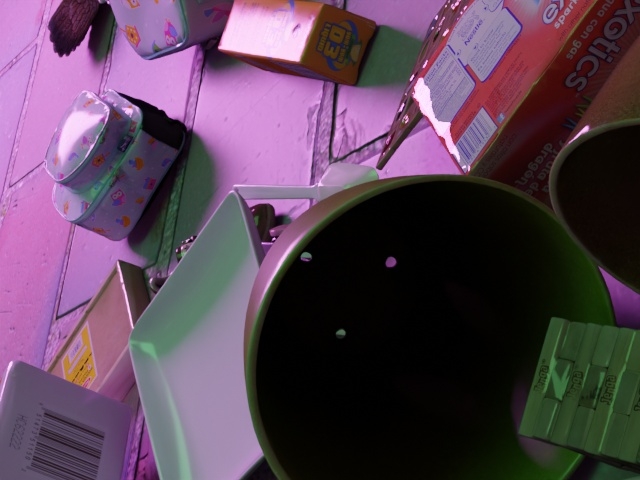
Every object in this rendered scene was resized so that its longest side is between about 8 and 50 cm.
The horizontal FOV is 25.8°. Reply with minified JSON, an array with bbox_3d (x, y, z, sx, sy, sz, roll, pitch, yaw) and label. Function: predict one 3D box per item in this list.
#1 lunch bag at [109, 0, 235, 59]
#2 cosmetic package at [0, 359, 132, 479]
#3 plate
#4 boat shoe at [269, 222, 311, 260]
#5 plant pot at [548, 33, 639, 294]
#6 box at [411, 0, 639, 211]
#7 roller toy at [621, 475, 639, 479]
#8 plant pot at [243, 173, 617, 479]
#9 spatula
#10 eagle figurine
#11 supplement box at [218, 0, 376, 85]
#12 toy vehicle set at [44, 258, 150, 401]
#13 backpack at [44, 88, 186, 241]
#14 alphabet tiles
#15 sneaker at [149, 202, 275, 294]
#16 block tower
[{"bbox_3d":[-0.209,-0.381,1.849,0.224,0.108,0.279,-5,107,58],"label":"lunch bag"},{"bbox_3d":[-0.394,0.387,1.625,0.453,0.161,0.230,-57,18,28],"label":"cosmetic package"},{"bbox_3d":[-0.103,0.135,1.456,0.277,0.045,0.278,-52,45,38],"label":"plate"},{"bbox_3d":[0.001,0.000,1.437,0.133,0.049,0.042,-8,99,47],"label":"boat shoe"},{"bbox_3d":[0.296,-0.100,0.866,0.237,0.237,0.254,-13,45,55],"label":"plant pot"},{"bbox_3d":[0.223,-0.174,1.084,0.300,0.142,0.154,-55,31,20],"label":"box"},{"bbox_3d":[0.214,0.239,0.817,0.191,0.146,0.209,-28,47,48],"label":"roller toy"},{"bbox_3d":[0.051,0.066,1.125,0.275,0.274,0.293,-66,16,3],"label":"plant pot"},{"bbox_3d":[-0.015,0.007,1.408,0.242,0.019,0.168,3,101,54],"label":"spatula"},{"bbox_3d":[-0.371,-0.470,2.261,0.226,0.225,0.298,62,-173,-78],"label":"eagle figurine"},{"bbox_3d":[-0.031,-0.234,1.608,0.233,0.080,0.078,20,90,58],"label":"supplement box"},{"bbox_3d":[-0.302,0.174,1.818,0.267,0.035,0.166,-54,32,23],"label":"toy vehicle set"},{"bbox_3d":[-0.287,-0.101,1.874,0.166,0.144,0.188,35,104,54],"label":"backpack"},{"bbox_3d":[0.125,-0.195,1.282,0.237,0.009,0.198,-51,14,57],"label":"alphabet tiles"},{"bbox_3d":[-0.124,0.020,1.594,0.188,0.071,0.066,-47,35,32],"label":"sneaker"},{"bbox_3d":[0.272,0.116,0.863,0.335,0.097,0.091,7,76,58],"label":"block tower"}]
